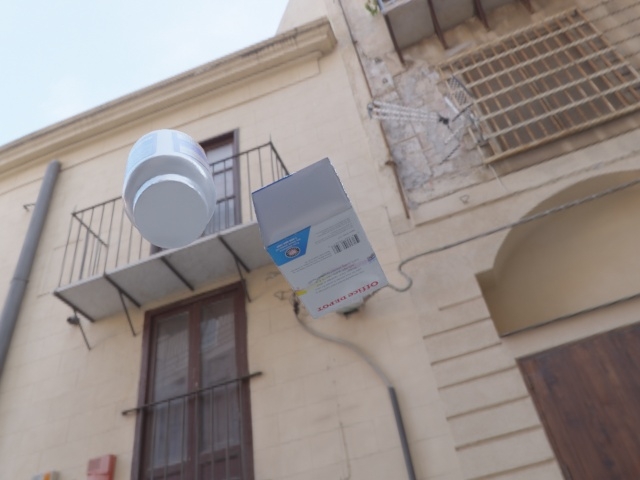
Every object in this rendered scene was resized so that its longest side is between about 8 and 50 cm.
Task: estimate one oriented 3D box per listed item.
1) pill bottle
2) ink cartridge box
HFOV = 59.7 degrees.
[{"bbox_3d":[-0.260,-0.090,0.961,0.152,0.272,0.152,-6,-65,-13],"label":"pill bottle"},{"bbox_3d":[0.000,0.000,1.082,0.171,0.168,0.233,-25,-47,3],"label":"ink cartridge box"}]
